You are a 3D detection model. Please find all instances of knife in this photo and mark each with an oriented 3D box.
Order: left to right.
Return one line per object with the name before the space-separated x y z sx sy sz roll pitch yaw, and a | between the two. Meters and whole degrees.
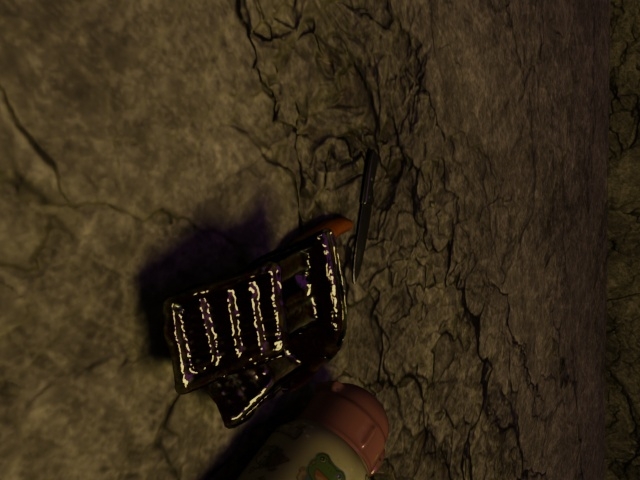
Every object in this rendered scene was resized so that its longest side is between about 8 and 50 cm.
knife | 0.055 -0.030 0.673 0.023 0.010 0.170 13 85 -46

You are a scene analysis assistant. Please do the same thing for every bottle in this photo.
bottle | -0.020 0.246 0.514 0.253 0.120 0.120 -44 126 -40

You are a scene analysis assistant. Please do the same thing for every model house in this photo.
model house | -0.058 0.086 0.458 0.152 0.106 0.165 -22 107 -51

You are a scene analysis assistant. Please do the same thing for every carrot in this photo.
carrot | 0.000 0.000 0.587 0.142 0.035 0.035 -37 122 -49
